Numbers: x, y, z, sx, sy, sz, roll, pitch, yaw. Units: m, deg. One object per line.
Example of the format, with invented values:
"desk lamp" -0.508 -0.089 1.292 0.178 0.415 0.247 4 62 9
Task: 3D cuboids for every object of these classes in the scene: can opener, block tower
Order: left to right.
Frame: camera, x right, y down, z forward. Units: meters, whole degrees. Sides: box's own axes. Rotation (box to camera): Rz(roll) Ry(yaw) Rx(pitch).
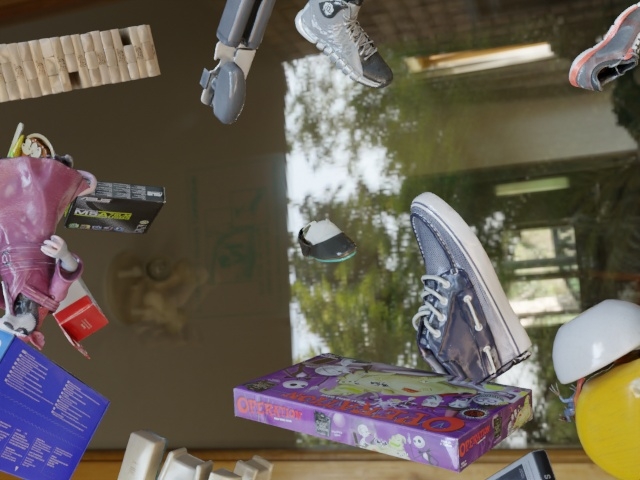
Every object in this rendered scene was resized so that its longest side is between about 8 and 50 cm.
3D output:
"block tower" -0.437 -0.294 1.314 0.336 0.091 0.097 -20 -72 -30
"can opener" -0.111 -0.315 1.225 0.076 0.095 0.283 -8 -44 -41

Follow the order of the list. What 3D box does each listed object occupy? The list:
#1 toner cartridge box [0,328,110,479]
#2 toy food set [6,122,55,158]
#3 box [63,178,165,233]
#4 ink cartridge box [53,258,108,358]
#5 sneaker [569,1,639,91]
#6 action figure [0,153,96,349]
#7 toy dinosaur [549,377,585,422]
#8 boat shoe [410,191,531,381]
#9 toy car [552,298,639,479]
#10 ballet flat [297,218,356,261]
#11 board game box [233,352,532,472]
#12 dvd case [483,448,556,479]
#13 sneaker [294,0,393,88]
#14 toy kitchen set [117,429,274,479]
"toner cartridge box" -0.438 0.254 1.155 0.347 0.075 0.165 75 -145 -63
"toy food set" -0.604 -0.158 1.646 0.039 0.192 0.132 -6 -56 -59
"box" -0.458 -0.072 1.739 0.191 0.184 0.045 5 -112 -26
"ink cartridge box" -0.506 0.114 1.582 0.231 0.078 0.134 53 167 17
"sneaker" 0.415 -0.256 1.065 0.061 0.158 0.065 40 -173 -43
"action figure" -0.549 0.028 1.441 0.276 0.248 0.369 67 -163 -83
"toy dinosaur" 0.408 0.255 1.246 0.047 0.090 0.082 -28 -27 -31
"boat shoe" 0.211 0.098 1.318 0.340 0.158 0.127 58 165 -6
"toy car" 0.257 0.090 0.503 0.136 0.182 0.159 -17 -107 -43
"ballet flat" 0.000 0.000 1.952 0.096 0.095 0.280 66 161 -9
"board game box" 0.079 0.217 1.052 0.208 0.347 0.056 -18 -73 -51
"dvd case" 0.279 0.423 1.122 0.238 0.030 0.179 121 142 -52
"sneaker" 0.066 -0.400 1.518 0.229 0.132 0.086 36 -134 -4
"toy kitchen set" -0.216 0.416 1.365 0.166 0.207 0.122 11 -83 -65
